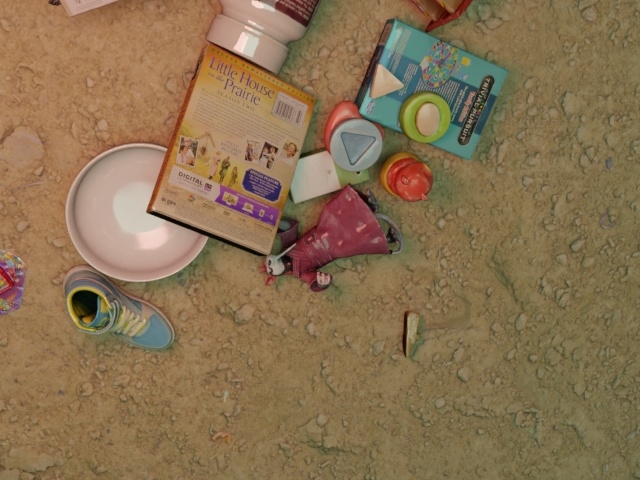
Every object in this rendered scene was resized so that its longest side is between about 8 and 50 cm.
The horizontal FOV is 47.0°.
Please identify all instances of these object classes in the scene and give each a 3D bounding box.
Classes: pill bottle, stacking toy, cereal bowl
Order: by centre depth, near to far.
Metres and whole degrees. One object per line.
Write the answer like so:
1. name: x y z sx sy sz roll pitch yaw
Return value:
1. pill bottle: -0.098 -0.597 1.677 0.224 0.224 0.392 23 98 -18
2. cereal bowl: -0.433 -0.077 1.778 0.339 0.141 0.338 -4 105 -13
3. stacking toy: 0.184 -0.254 1.801 0.309 0.130 0.279 26 104 -19

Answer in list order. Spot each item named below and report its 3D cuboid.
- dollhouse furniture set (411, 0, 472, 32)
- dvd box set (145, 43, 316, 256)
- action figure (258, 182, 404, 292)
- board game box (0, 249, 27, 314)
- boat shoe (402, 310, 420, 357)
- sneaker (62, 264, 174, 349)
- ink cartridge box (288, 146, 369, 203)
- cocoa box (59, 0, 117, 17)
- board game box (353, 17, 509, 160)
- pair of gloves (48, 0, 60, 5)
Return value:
1. dollhouse furniture set: 0.333 -0.722 1.807 0.201 0.152 0.374 42 75 -19
2. dvd box set: -0.201 -0.208 1.737 0.308 0.062 0.420 22 76 -28
3. action figure: 0.000 0.000 1.912 0.370 0.276 0.248 -28 80 14
4. board game box: -0.796 0.107 1.799 0.133 0.033 0.168 12 101 -16
5. boat shoe: 0.259 0.267 2.080 0.045 0.050 0.135 1 104 -8
6. sneaker: -0.494 0.198 1.801 0.319 0.208 0.127 35 93 -19
7. ink cartridge box: 0.010 -0.180 1.896 0.209 0.062 0.109 -18 108 -8
8. cocoa box: -0.401 -0.655 1.523 0.347 0.231 0.228 -16 127 6
9. board game box: 0.280 -0.383 1.897 0.336 0.079 0.253 19 100 -17
10. pair of gloves: -0.602 -0.581 1.674 0.074 0.010 0.083 -34 112 -4
